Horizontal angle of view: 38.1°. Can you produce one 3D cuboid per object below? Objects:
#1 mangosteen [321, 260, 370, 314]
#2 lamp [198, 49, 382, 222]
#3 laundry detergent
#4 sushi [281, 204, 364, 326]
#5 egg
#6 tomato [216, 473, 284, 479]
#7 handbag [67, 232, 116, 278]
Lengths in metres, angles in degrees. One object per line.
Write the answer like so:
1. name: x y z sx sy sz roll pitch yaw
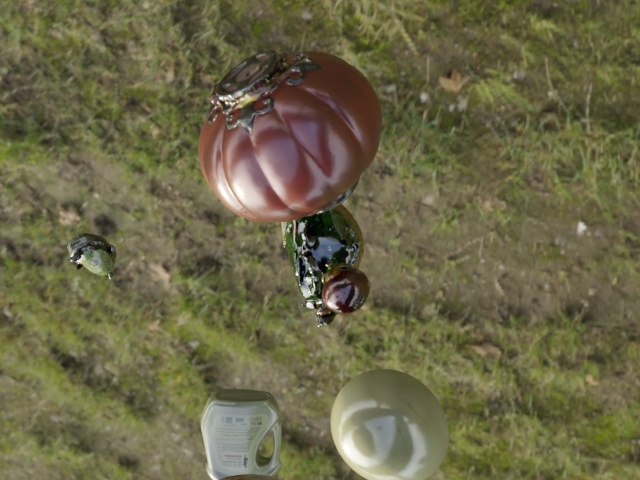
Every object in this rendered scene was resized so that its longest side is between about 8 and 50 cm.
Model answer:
1. mangosteen: 0.038 0.079 1.473 0.081 0.081 0.081 9 128 12
2. lamp: -0.050 -0.166 1.463 0.303 0.303 0.257 -18 126 29
3. laundry detergent: -0.177 0.464 2.069 0.181 0.091 0.253 1 102 -1
4. sushi: 0.000 0.000 1.629 0.149 0.140 0.287 -8 101 43
5. egg: 0.120 0.318 1.558 0.186 0.186 0.241 -19 134 30
6. tomato: -0.107 0.490 1.306 0.283 0.316 0.316 3 127 13
7. handbag: -0.357 0.025 1.478 0.072 0.047 0.111 -28 154 2
